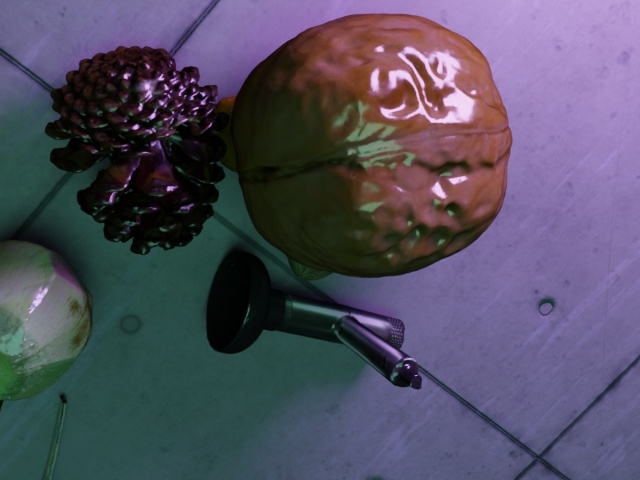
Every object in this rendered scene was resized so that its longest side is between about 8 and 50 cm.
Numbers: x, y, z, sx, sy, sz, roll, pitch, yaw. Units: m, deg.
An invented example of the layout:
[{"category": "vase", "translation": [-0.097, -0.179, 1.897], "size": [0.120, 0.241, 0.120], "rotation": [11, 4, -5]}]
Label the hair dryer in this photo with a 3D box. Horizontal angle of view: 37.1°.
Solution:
[{"category": "hair dryer", "translation": [0.018, 0.120, 1.420], "size": [0.320, 0.284, 0.155], "rotation": [13, 82, -19]}]

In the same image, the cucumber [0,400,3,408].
[{"category": "cucumber", "translation": [-0.526, 0.249, 1.476], "size": [0.067, 0.035, 0.107], "rotation": [18, 106, -18]}]

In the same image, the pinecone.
[{"category": "pinecone", "translation": [-0.242, -0.111, 1.292], "size": [0.246, 0.246, 0.292], "rotation": [-8, 129, -10]}]

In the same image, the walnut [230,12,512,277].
[{"category": "walnut", "translation": [0.076, -0.129, 1.302], "size": [0.398, 0.308, 0.353], "rotation": [-8, 104, -26]}]

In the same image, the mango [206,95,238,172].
[{"category": "mango", "translation": [-0.123, -0.153, 1.384], "size": [0.080, 0.060, 0.114], "rotation": [-18, 119, -2]}]

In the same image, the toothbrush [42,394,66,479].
[{"category": "toothbrush", "translation": [-0.441, 0.380, 1.556], "size": [0.028, 0.026, 0.294], "rotation": [-2, 115, -32]}]

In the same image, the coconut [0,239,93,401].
[{"category": "coconut", "translation": [-0.423, 0.108, 1.351], "size": [0.205, 0.236, 0.235], "rotation": [1, 117, 23]}]

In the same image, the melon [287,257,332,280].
[{"category": "melon", "translation": [0.000, 0.000, 1.449], "size": [0.098, 0.098, 0.130], "rotation": [32, 67, -23]}]
